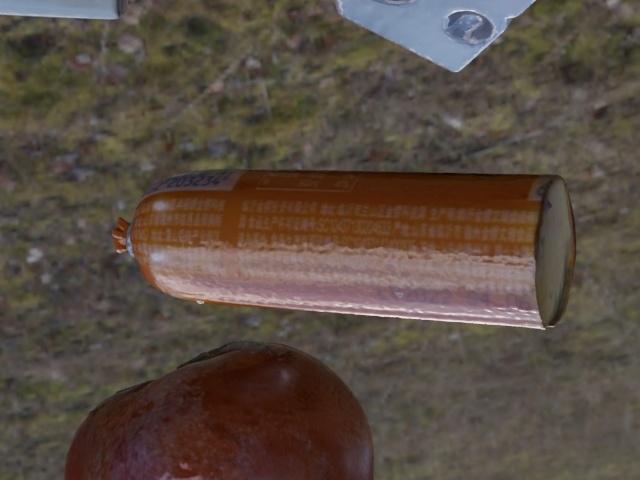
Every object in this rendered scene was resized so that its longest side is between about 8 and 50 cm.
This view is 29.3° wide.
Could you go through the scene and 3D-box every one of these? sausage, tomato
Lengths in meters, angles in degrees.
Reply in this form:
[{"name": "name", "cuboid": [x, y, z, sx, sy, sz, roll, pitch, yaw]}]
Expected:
[{"name": "sausage", "cuboid": [0.000, 0.000, 0.589, 0.234, 0.071, 0.071, 3, 169, 24]}, {"name": "tomato", "cuboid": [-0.073, 0.179, 0.901, 0.232, 0.188, 0.232, -24, 177, -2]}]

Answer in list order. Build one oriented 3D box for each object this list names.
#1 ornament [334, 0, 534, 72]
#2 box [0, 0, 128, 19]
[{"name": "ornament", "cuboid": [0.088, -0.326, 0.964, 0.239, 0.239, 0.240, 25, 150, -15]}, {"name": "box", "cuboid": [-0.283, -0.207, 0.712, 0.341, 0.143, 0.225, 2, -170, -9]}]
